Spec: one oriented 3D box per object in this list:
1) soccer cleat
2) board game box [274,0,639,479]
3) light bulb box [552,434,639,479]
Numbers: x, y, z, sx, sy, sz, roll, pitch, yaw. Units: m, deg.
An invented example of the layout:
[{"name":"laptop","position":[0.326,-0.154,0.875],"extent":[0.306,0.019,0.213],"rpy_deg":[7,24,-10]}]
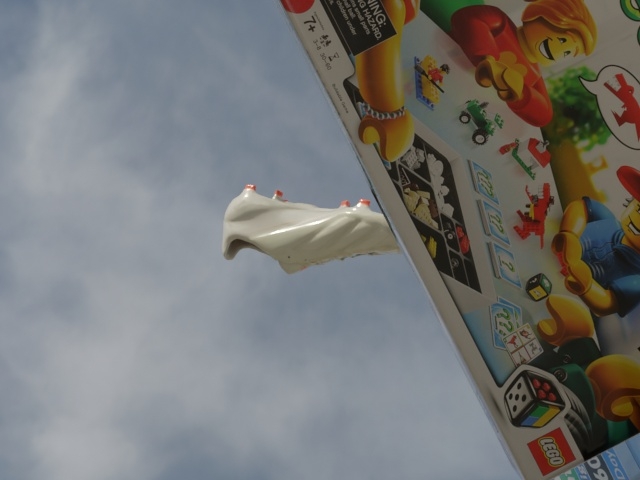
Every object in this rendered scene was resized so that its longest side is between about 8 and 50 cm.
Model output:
[{"name":"soccer cleat","position":[0.000,0.000,1.079],"extent":[0.196,0.076,0.068],"rpy_deg":[9,-16,21]},{"name":"board game box","position":[0.126,-0.046,0.624],"extent":[0.193,0.053,0.305],"rpy_deg":[-28,-86,-1]},{"name":"light bulb box","position":[0.286,0.053,0.914],"extent":[0.225,0.361,0.358],"rpy_deg":[-22,-102,-17]}]
